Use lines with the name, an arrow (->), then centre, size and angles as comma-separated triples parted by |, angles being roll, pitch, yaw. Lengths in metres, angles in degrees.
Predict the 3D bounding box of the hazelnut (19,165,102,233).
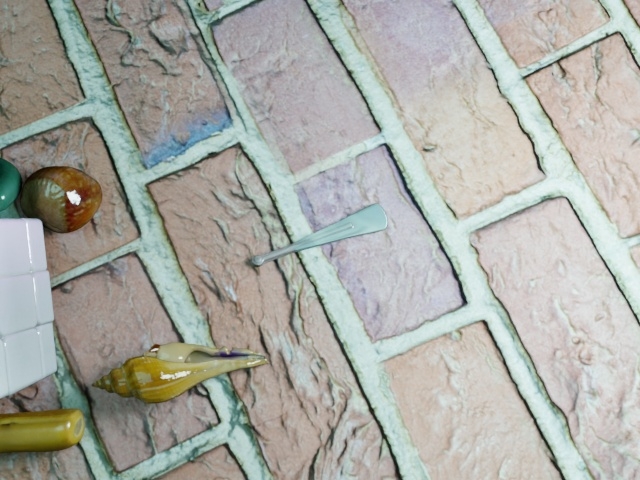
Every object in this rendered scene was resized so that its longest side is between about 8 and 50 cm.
hazelnut -> -0.515, -0.090, 1.685 | 0.154, 0.143, 0.143 | 11, 77, 23

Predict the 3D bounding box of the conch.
conch -> -0.264, 0.254, 1.610 | 0.330, 0.109, 0.093 | -2, 116, -17

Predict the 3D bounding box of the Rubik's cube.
Rubik's cube -> -0.690, 0.127, 1.519 | 0.321, 0.319, 0.316 | -7, 91, 4

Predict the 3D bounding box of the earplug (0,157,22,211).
earplug -> -0.749, -0.095, 1.688 | 0.280, 0.164, 0.257 | -41, 85, 1

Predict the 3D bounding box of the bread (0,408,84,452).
bread -> -0.570, 0.364, 1.602 | 0.239, 0.092, 0.074 | -5, 97, 4

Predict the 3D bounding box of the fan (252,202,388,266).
fan -> 0.000, 0.000, 1.679 | 0.282, 0.023, 0.057 | -22, 85, -1
